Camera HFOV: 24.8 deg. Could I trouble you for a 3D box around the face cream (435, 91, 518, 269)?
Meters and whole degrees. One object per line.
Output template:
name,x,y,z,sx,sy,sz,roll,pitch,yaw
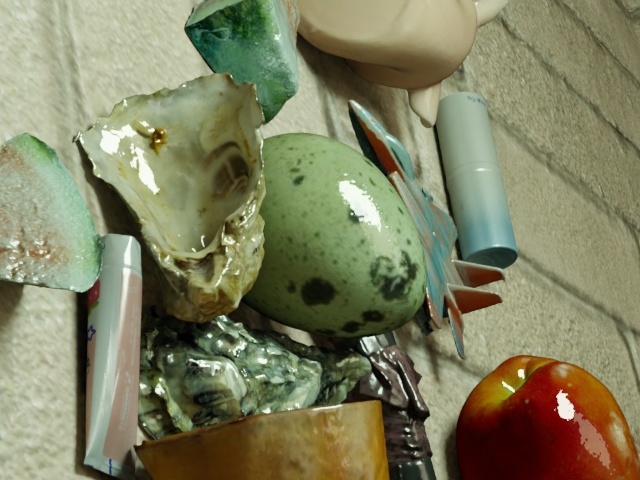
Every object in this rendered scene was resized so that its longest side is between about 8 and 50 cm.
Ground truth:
face cream,0.210,-0.081,1.986,0.077,0.077,0.250,35,39,-50

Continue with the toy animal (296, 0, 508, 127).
toy animal,0.076,-0.279,1.780,0.213,0.195,0.256,34,9,22

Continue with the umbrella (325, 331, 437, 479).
umbrella,0.052,0.128,1.483,0.094,0.090,0.326,51,20,-81

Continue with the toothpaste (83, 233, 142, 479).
toothpaste,-0.163,0.091,1.148,0.067,0.043,0.194,40,42,-54

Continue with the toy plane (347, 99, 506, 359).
toy plane,0.101,-0.023,1.694,0.326,0.104,0.223,53,28,-20

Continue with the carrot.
carrot,-0.023,0.259,1.113,0.196,0.196,0.254,2,74,-63

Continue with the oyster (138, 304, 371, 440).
oyster,-0.070,0.129,1.277,0.252,0.087,0.199,38,36,-26

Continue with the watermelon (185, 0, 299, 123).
watermelon,-0.058,-0.251,1.600,0.241,0.094,0.154,-84,151,-50

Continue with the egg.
egg,0.000,0.000,1.347,0.228,0.177,0.177,34,18,18

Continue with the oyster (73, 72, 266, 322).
oyster,-0.110,-0.032,1.251,0.107,0.161,0.233,69,5,-61

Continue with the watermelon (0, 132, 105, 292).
watermelon,-0.222,-0.012,1.083,0.094,0.081,0.180,33,23,-26

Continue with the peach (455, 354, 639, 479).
peach,0.263,0.252,1.677,0.243,0.199,0.243,-22,90,-78
